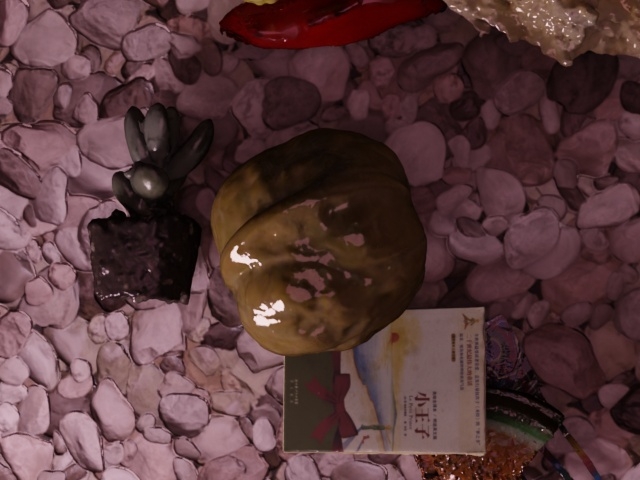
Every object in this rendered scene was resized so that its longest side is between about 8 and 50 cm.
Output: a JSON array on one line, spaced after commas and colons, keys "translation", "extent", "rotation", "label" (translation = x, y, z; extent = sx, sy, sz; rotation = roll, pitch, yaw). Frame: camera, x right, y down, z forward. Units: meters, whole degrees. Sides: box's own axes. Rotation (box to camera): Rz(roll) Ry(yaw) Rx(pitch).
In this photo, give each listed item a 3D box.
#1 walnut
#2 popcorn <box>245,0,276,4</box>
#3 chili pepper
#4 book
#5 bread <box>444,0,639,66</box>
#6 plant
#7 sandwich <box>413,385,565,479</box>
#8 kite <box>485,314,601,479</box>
[{"translation": [0.001, 0.002, 1.800], "extent": [0.277, 0.253, 0.282], "rotation": [-26, 91, 6], "label": "walnut"}, {"translation": [-0.084, -0.424, 1.801], "extent": [0.195, 0.255, 0.256], "rotation": [-39, 55, 44], "label": "popcorn"}, {"translation": [0.051, -0.322, 1.856], "extent": [0.387, 0.110, 0.110], "rotation": [-15, 92, 8], "label": "chili pepper"}, {"translation": [0.083, 0.190, 1.865], "extent": [0.289, 0.026, 0.201], "rotation": [-4, 76, 20], "label": "book"}, {"translation": [0.335, -0.384, 1.756], "extent": [0.424, 0.245, 0.329], "rotation": [16, 98, 2], "label": "bread"}, {"translation": [-0.231, -0.049, 1.870], "extent": [0.146, 0.149, 0.274], "rotation": [10, 91, 3], "label": "plant"}, {"translation": [0.200, 0.269, 1.878], "extent": [0.235, 0.079, 0.159], "rotation": [16, 98, 9], "label": "sandwich"}, {"translation": [0.270, 0.251, 1.916], "extent": [0.152, 0.015, 0.285], "rotation": [-38, 87, 8], "label": "kite"}]
